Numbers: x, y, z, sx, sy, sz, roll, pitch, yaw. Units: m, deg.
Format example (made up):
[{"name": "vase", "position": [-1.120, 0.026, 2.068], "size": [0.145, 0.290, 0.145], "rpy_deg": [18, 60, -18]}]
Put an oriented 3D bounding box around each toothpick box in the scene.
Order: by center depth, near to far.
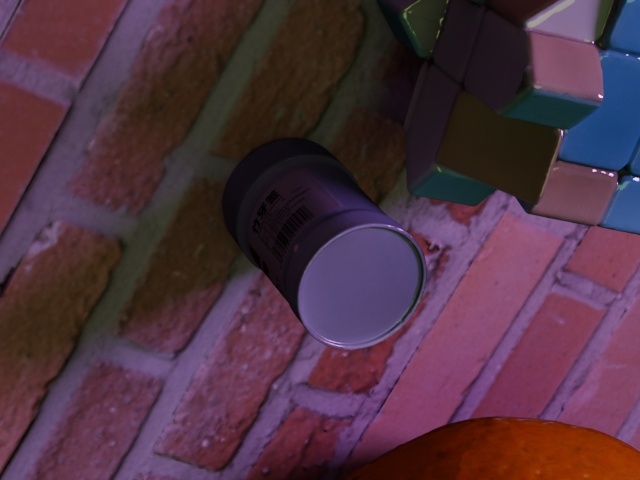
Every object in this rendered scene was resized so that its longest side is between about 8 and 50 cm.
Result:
[{"name": "toothpick box", "position": [0.000, 0.000, 1.279], "size": [0.101, 0.153, 0.101], "rpy_deg": [-10, 119, -19]}]

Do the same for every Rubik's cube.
[{"name": "Rubik's cube", "position": [0.167, -0.139, 1.247], "size": [0.213, 0.224, 0.265], "rpy_deg": [11, 116, -22]}]

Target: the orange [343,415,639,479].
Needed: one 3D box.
[{"name": "orange", "position": [0.147, 0.344, 1.411], "size": [0.424, 0.326, 0.423], "rpy_deg": [1, 99, 4]}]
